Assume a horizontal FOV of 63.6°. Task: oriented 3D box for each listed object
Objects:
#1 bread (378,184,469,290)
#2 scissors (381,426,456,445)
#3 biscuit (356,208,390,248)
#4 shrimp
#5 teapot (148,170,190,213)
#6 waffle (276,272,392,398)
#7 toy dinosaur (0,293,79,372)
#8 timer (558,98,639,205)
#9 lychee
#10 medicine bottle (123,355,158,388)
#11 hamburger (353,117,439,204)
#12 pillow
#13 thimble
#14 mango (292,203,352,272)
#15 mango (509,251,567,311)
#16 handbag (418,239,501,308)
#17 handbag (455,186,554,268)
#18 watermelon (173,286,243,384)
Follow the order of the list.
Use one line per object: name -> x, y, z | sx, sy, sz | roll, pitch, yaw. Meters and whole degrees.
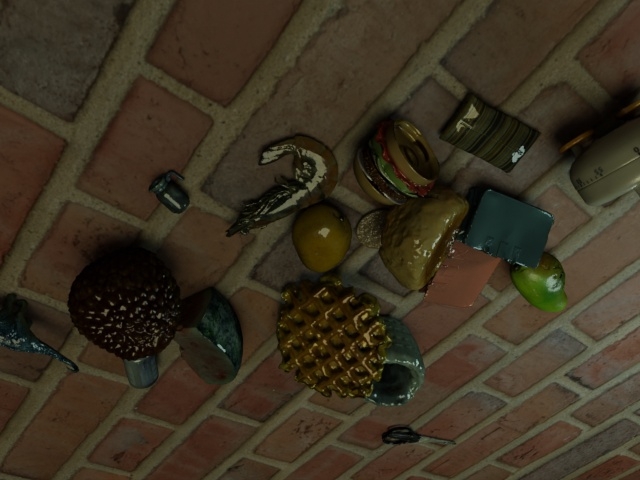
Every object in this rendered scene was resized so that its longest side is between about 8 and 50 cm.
bread -> 0.219, -0.017, 1.132 | 0.134, 0.244, 0.245 | 29, 131, 23
scissors -> 0.359, 0.706, 1.831 | 0.299, 0.022, 0.109 | 16, 128, -20
biscuit -> 0.142, -0.025, 1.224 | 0.120, 0.015, 0.120 | -4, 129, -5
shrimp -> -0.104, -0.113, 1.102 | 0.295, 0.058, 0.169 | -28, 121, 9
teapot -> -0.311, -0.100, 1.083 | 0.063, 0.049, 0.083 | -32, 125, 17
waffle -> 0.027, 0.242, 1.283 | 0.301, 0.068, 0.325 | 9, 105, 18
toy dinosaur -> -0.737, 0.211, 1.221 | 0.076, 0.147, 0.363 | -35, 132, 22
timer -> 0.643, -0.144, 1.048 | 0.233, 0.233, 0.240 | -33, 81, 18
lychee -> -0.423, 0.139, 1.140 | 0.236, 0.271, 0.236 | -39, 151, -27
medicine bottle -> -0.478, 0.300, 1.356 | 0.083, 0.083, 0.203 | 0, 130, -8
hamburger -> 0.145, -0.147, 1.038 | 0.175, 0.175, 0.137 | 31, 132, -28
pillow -> 0.359, -0.219, 1.085 | 0.203, 0.038, 0.113 | 19, 123, -22
thimble -> 0.175, 0.334, 1.415 | 0.250, 0.172, 0.205 | 36, 114, -28
mango -> 0.000, 0.000, 1.177 | 0.137, 0.098, 0.195 | 4, 141, -10
mango -> 0.570, 0.105, 1.325 | 0.125, 0.111, 0.233 | -35, 124, 28
handbag -> 0.352, 0.071, 1.302 | 0.157, 0.059, 0.213 | 9, 125, -16
handbag -> 0.428, -0.027, 1.193 | 0.221, 0.057, 0.144 | 19, 89, -22
watermelon -> -0.300, 0.246, 1.335 | 0.226, 0.148, 0.318 | 15, 141, 3
